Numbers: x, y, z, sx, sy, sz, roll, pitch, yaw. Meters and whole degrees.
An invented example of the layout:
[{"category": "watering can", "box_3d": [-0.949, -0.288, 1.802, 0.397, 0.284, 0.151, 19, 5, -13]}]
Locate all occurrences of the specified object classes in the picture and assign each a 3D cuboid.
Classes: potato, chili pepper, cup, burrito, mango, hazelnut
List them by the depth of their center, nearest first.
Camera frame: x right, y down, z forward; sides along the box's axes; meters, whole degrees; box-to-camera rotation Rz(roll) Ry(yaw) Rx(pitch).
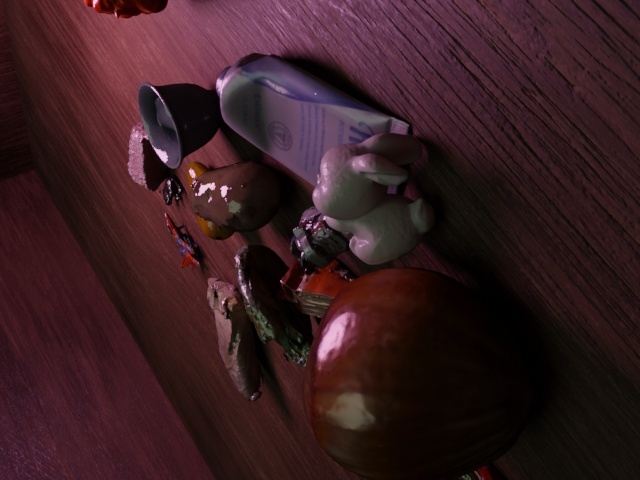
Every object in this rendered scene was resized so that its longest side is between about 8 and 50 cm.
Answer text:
[{"category": "hazelnut", "box_3d": [0.145, 0.221, 1.126, 0.372, 0.315, 0.372, 18, 140, 16]}, {"category": "chili pepper", "box_3d": [0.312, 0.451, 1.280, 0.191, 0.050, 0.059, 55, 169, 33]}, {"category": "potato", "box_3d": [-0.177, -0.093, 1.559, 0.262, 0.165, 0.165, 1, 114, 47]}, {"category": "cup", "box_3d": [-0.299, -0.280, 1.621, 0.199, 0.150, 0.199, 42, 146, 37]}, {"category": "mango", "box_3d": [-0.274, -0.098, 1.799, 0.227, 0.099, 0.136, 60, 159, 26]}, {"category": "burrito", "box_3d": [-0.243, 0.273, 2.062, 0.175, 0.107, 0.347, -137, 32, -64]}]

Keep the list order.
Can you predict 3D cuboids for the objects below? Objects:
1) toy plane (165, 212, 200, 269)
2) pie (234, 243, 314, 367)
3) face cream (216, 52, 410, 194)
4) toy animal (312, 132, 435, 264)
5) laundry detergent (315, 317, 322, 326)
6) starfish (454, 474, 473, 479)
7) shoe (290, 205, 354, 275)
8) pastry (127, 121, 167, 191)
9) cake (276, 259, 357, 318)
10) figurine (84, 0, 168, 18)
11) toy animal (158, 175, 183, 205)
[{"category": "toy plane", "box_3d": [-0.416, -0.001, 2.176, 0.130, 0.061, 0.189, -18, 93, 64]}, {"category": "pie", "box_3d": [-0.091, 0.136, 1.547, 0.302, 0.067, 0.302, 53, -165, -20]}, {"category": "face cream", "box_3d": [-0.022, -0.200, 1.277, 0.420, 0.137, 0.234, 34, 140, 27]}, {"category": "toy animal", "box_3d": [0.090, -0.064, 1.126, 0.179, 0.127, 0.193, -4, 120, 35]}, {"category": "laundry detergent", "box_3d": [0.055, 0.240, 1.531, 0.221, 0.078, 0.144, 66, 153, 1]}, {"category": "starfish", "box_3d": [0.227, 0.413, 1.394, 0.217, 0.050, 0.223, -122, 20, -47]}, {"category": "shoe", "box_3d": [0.000, 0.000, 1.339, 0.099, 0.125, 0.227, 46, 161, -15]}, {"category": "pastry", "box_3d": [-0.485, -0.250, 2.031, 0.112, 0.103, 0.265, 40, 142, 9]}, {"category": "cake", "box_3d": [0.054, 0.109, 1.420, 0.287, 0.135, 0.098, 23, 131, 25]}, {"category": "figurine", "box_3d": [-0.346, -0.562, 1.353, 0.412, 0.306, 0.241, 4, 91, 47]}, {"category": "toy animal", "box_3d": [-0.439, -0.141, 2.110, 0.065, 0.047, 0.135, 64, 155, 11]}]
